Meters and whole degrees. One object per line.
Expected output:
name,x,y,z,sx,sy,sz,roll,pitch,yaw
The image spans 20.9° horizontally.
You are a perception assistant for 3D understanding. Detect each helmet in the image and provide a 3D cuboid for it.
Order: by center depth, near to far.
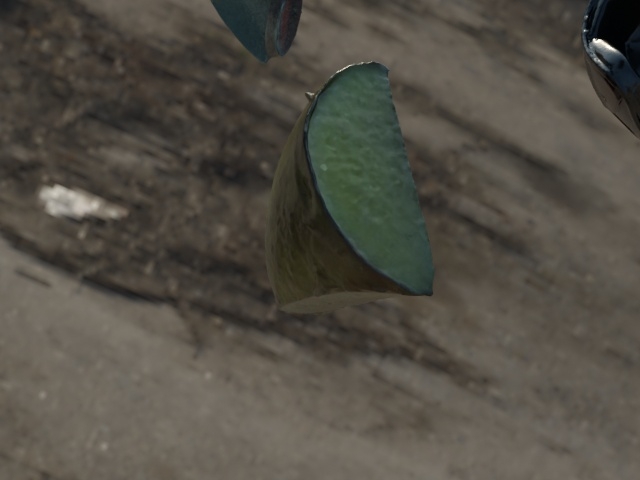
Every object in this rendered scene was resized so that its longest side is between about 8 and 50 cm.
helmet,0.360,-0.185,1.708,0.216,0.189,0.193,51,5,12

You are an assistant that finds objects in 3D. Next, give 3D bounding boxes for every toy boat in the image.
toy boat,-0.076,-0.233,1.747,0.122,0.096,0.034,18,11,35

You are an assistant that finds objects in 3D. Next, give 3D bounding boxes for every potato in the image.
potato,0.000,0.000,1.717,0.112,0.255,0.269,4,55,-19
